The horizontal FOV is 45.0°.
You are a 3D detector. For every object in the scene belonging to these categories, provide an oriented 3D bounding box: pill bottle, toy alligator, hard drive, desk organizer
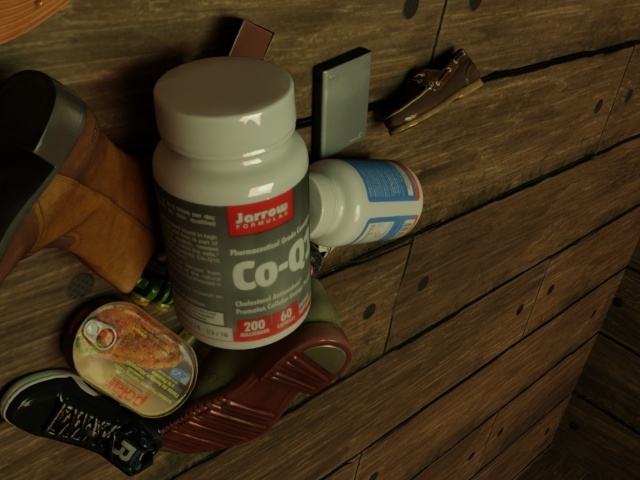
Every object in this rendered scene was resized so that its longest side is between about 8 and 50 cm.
[{"bbox_3d":[-0.091,-0.036,0.825,0.161,0.161,0.283,-32,137,-34],"label":"pill bottle"},{"bbox_3d":[-0.181,0.066,0.975,0.056,0.051,0.190,-59,147,3],"label":"toy alligator"},{"bbox_3d":[0.029,-0.188,1.064,0.094,0.022,0.135,-31,139,-34],"label":"hard drive"},{"bbox_3d":[0.038,-0.055,1.095,0.222,0.124,0.124,-5,121,-51],"label":"pill bottle"},{"bbox_3d":[-0.107,-0.186,0.866,0.050,0.047,0.130,11,108,-53],"label":"desk organizer"}]

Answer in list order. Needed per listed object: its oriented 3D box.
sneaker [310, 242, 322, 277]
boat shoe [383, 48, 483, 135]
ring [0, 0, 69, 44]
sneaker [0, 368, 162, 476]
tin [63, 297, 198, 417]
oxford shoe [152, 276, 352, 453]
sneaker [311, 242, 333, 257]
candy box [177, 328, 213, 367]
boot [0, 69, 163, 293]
[{"bbox_3d":[-0.037,0.035,1.045,0.178,0.077,0.071,5,110,-64],"label":"sneaker"},{"bbox_3d":[0.163,-0.227,1.174,0.207,0.073,0.073,-36,104,-35],"label":"boat shoe"},{"bbox_3d":[-0.186,-0.277,0.552,0.336,0.032,0.336,-51,-178,2],"label":"ring"},{"bbox_3d":[-0.268,0.224,0.930,0.079,0.121,0.217,-58,147,0],"label":"sneaker"},{"bbox_3d":[-0.230,0.145,0.945,0.189,0.040,0.106,47,63,-39],"label":"tin"},{"bbox_3d":[-0.103,0.178,1.040,0.348,0.130,0.123,-35,136,23],"label":"oxford shoe"},{"bbox_3d":[0.000,0.000,1.175,0.037,0.032,0.083,-52,146,-9],"label":"sneaker"},{"bbox_3d":[-0.159,0.187,1.128,0.105,0.027,0.206,-44,145,-13],"label":"candy box"},{"bbox_3d":[-0.260,0.005,0.751,0.280,0.096,0.264,56,51,-71],"label":"boot"}]
